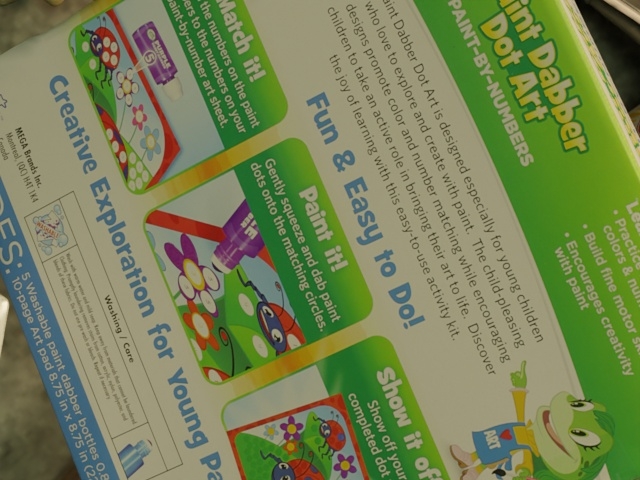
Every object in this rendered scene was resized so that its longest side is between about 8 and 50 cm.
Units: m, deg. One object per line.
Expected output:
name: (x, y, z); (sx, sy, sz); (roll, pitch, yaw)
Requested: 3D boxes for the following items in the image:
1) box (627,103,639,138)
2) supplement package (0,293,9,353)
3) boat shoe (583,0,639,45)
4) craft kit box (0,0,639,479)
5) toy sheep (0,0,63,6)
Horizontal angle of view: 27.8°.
box: (0.183, 0.015, 0.611); (0.114, 0.203, 0.103); (-38, 109, 25)
supplement package: (-0.190, 0.058, 0.500); (0.105, 0.179, 0.105); (9, 89, -20)
boat shoe: (0.245, -0.104, 0.712); (0.335, 0.095, 0.112); (40, 43, -21)
craft kit box: (0.000, 0.000, 0.491); (0.246, 0.061, 0.250); (-26, 81, 21)
toy sheep: (-0.120, -0.160, 0.570); (0.091, 0.091, 0.132); (29, 69, -19)
